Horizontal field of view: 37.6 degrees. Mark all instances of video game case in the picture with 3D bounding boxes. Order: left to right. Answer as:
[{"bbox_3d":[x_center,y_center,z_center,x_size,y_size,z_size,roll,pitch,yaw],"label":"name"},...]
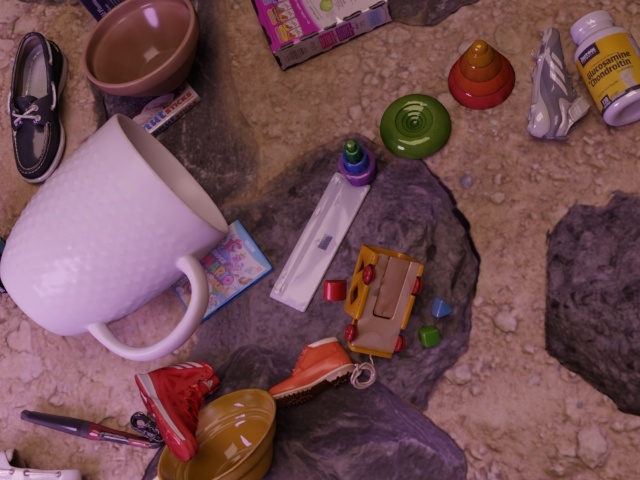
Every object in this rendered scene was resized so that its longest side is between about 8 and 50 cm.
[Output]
[{"bbox_3d":[-0.182,0.056,1.670,0.166,0.015,0.119,-36,66,-1],"label":"video game case"}]

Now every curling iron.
[{"bbox_3d":[-0.387,0.314,1.615,0.274,0.035,0.068,2,67,13],"label":"curling iron"}]

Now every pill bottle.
[{"bbox_3d":[0.492,-0.293,1.586,0.103,0.103,0.184,-22,67,5],"label":"pill bottle"}]

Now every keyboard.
[{"bbox_3d":[0.000,0.000,1.650,0.072,0.014,0.256,25,78,15],"label":"keyboard"}]

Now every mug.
[{"bbox_3d":[-0.338,0.030,1.583,0.328,0.276,0.374,-42,72,5],"label":"mug"}]

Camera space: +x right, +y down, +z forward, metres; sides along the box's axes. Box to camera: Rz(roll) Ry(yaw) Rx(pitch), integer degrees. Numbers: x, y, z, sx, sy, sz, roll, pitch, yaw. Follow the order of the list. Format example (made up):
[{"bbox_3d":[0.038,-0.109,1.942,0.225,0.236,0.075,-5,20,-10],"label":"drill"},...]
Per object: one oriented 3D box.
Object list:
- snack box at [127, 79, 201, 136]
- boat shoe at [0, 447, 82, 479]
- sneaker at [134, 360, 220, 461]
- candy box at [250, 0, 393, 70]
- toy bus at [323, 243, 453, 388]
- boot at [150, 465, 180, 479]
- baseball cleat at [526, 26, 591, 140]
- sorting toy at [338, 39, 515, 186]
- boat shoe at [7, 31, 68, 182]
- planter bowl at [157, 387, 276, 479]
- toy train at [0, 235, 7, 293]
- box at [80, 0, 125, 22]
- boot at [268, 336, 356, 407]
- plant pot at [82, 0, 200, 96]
[{"bbox_3d":[-0.318,-0.239,1.806,0.178,0.022,0.064,-39,65,-3],"label":"snack box"},{"bbox_3d":[-0.533,0.399,1.590,0.277,0.098,0.096,8,72,7],"label":"boat shoe"},{"bbox_3d":[-0.212,0.258,1.526,0.128,0.087,0.221,-24,37,-18],"label":"sneaker"},{"bbox_3d":[-0.001,-0.444,1.778,0.234,0.071,0.159,-23,66,5],"label":"candy box"},{"bbox_3d":[0.090,0.106,1.536,0.202,0.104,0.190,-30,108,-8],"label":"toy bus"},{"bbox_3d":[-0.241,0.486,1.495,0.165,0.077,0.213,29,85,22],"label":"boot"},{"bbox_3d":[0.414,-0.267,1.624,0.110,0.072,0.205,11,78,3],"label":"baseball cleat"},{"bbox_3d":[0.179,-0.236,1.626,0.366,0.126,0.127,-36,67,-4],"label":"sorting toy"},{"bbox_3d":[-0.564,-0.262,1.836,0.115,0.091,0.302,-9,68,10],"label":"boat shoe"},{"bbox_3d":[-0.144,0.342,1.493,0.217,0.090,0.217,-26,24,12],"label":"planter bowl"},{"bbox_3d":[-0.616,0.027,1.699,0.080,0.184,0.105,-23,56,5],"label":"toy train"},{"bbox_3d":[-0.403,-0.668,1.899,0.313,0.179,0.343,-30,66,3],"label":"box"},{"bbox_3d":[-0.025,0.219,1.554,0.158,0.059,0.084,-24,63,-5],"label":"boot"},{"bbox_3d":[-0.324,-0.354,1.790,0.238,0.109,0.237,-11,56,17],"label":"plant pot"}]
